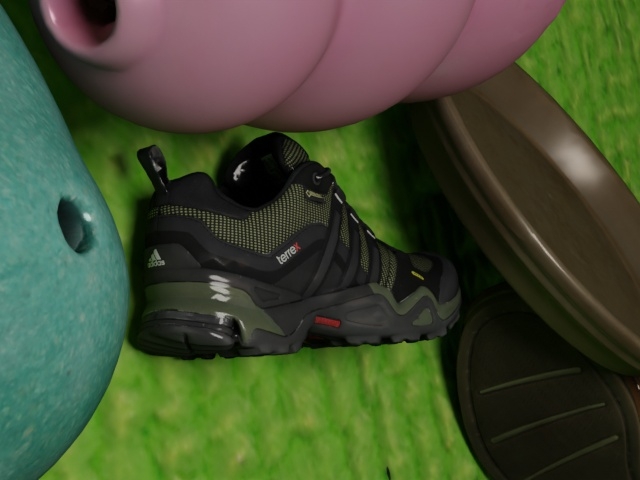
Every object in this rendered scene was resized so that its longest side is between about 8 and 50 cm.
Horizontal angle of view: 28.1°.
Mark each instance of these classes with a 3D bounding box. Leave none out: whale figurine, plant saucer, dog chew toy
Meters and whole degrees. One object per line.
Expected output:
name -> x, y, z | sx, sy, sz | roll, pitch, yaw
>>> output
whale figurine -> -0.139, -0.036, 0.439 | 0.216, 0.141, 0.272 | 39, 43, -56
plant saucer -> 0.150, -0.021, 0.817 | 0.278, 0.041, 0.278 | 39, 26, -23
dog chew toy -> -0.005, -0.143, 0.586 | 0.332, 0.206, 0.206 | -36, 111, -52

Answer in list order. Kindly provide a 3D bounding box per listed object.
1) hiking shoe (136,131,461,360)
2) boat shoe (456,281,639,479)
hiking shoe -> 0.000, 0.000, 0.667 | 0.227, 0.086, 0.114 | -1, 87, -52
boat shoe -> 0.182, 0.133, 0.876 | 0.307, 0.111, 0.104 | 58, 27, -27
